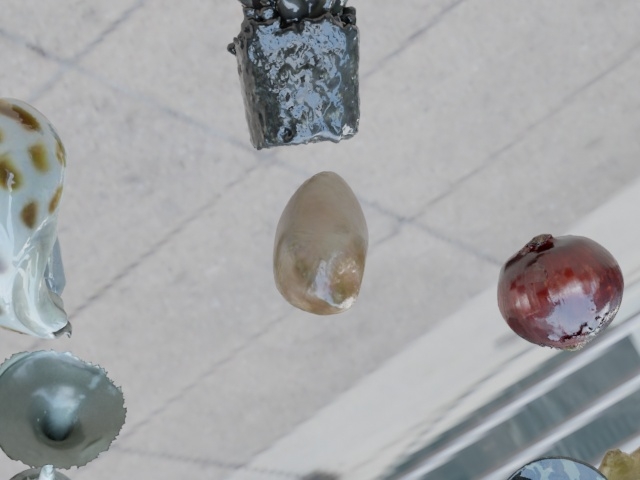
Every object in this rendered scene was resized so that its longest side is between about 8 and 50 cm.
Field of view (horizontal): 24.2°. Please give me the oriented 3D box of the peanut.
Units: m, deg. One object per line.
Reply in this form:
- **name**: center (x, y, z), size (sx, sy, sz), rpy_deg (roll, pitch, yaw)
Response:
- **peanut**: center (0.000, 0.000, 1.150), size (0.076, 0.152, 0.076), rpy_deg (-1, 125, -1)

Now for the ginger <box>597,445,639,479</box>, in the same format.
- **ginger**: center (0.319, 0.258, 1.506), size (0.299, 0.118, 0.065), rpy_deg (-39, -169, -22)

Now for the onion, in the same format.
- **onion**: center (0.239, 0.050, 1.493), size (0.131, 0.131, 0.131), rpy_deg (-21, 152, -12)

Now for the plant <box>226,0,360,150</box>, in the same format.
- **plant**: center (-0.035, -0.284, 1.994), size (0.181, 0.321, 0.194), rpy_deg (-8, -176, -7)

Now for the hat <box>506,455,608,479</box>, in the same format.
- **hat**: center (0.177, 0.224, 1.110), size (0.121, 0.121, 0.050), rpy_deg (-33, -171, 10)

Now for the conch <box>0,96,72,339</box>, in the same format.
- **conch**: center (-0.305, -0.040, 1.367), size (0.148, 0.275, 0.183), rpy_deg (-2, 160, -11)

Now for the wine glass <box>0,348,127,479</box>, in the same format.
- **wine glass**: center (-0.164, 0.154, 0.867), size (0.074, 0.074, 0.262), rpy_deg (-14, 153, -23)
